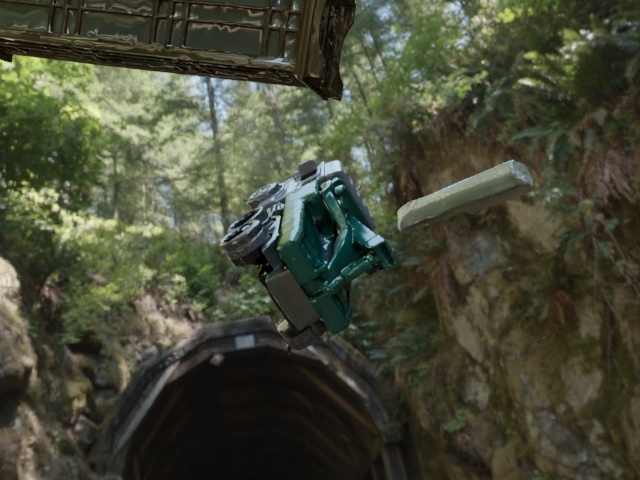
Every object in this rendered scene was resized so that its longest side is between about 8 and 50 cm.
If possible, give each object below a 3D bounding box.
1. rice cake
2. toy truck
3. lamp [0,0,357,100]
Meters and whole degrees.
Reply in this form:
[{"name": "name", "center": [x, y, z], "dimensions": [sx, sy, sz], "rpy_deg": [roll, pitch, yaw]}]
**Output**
[{"name": "rice cake", "center": [0.239, -0.068, 1.055], "dimensions": [0.256, 0.057, 0.052], "rpy_deg": [-23, -52, 41]}, {"name": "toy truck", "center": [-0.007, 0.003, 0.841], "dimensions": [0.177, 0.363, 0.177], "rpy_deg": [-29, -73, 7]}, {"name": "lamp", "center": [-0.140, -0.179, 0.500], "dimensions": [0.325, 0.089, 0.090], "rpy_deg": [10, 4, 13]}]
